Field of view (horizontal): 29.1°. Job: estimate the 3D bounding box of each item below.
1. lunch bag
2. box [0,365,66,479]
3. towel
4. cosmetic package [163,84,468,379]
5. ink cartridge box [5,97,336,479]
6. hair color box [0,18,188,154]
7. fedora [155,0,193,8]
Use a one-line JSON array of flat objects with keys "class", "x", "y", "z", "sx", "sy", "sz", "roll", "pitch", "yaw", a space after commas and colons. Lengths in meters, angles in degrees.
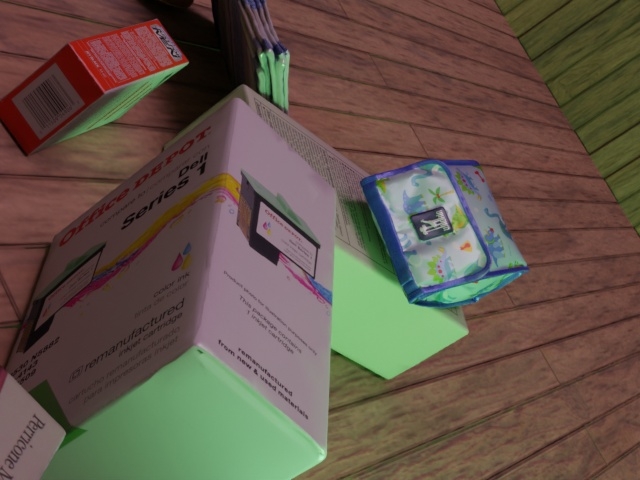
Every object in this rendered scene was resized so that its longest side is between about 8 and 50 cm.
[{"class": "lunch bag", "x": 0.111, "y": -0.006, "z": 1.177, "sx": 0.151, "sy": 0.096, "sz": 0.128, "roll": -5, "pitch": 66, "yaw": -47}, {"class": "box", "x": -0.261, "y": 0.080, "z": 0.584, "sx": 0.232, "sy": 0.127, "sz": 0.148, "roll": 49, "pitch": 24, "yaw": -15}, {"class": "towel", "x": -0.077, "y": -0.209, "z": 1.277, "sx": 0.209, "sy": 0.034, "sz": 0.285, "roll": 91, "pitch": -15, "yaw": -51}, {"class": "cosmetic package", "x": 0.000, "y": 0.000, "z": 1.202, "sx": 0.309, "sy": 0.113, "sz": 0.160, "roll": 34, "pitch": 32, "yaw": -41}, {"class": "ink cartridge box", "x": -0.101, "y": 0.059, "z": 0.819, "sx": 0.117, "sy": 0.201, "sz": 0.278, "roll": 44, "pitch": 26, "yaw": -25}, {"class": "hair color box", "x": -0.189, "y": -0.132, "z": 1.038, "sx": 0.053, "sy": 0.093, "sz": 0.167, "roll": 55, "pitch": 23, "yaw": -2}, {"class": "fedora", "x": -0.184, "y": -0.347, "z": 1.342, "sx": 0.194, "sy": 0.079, "sz": 0.194, "roll": 43, "pitch": 26, "yaw": -27}]
